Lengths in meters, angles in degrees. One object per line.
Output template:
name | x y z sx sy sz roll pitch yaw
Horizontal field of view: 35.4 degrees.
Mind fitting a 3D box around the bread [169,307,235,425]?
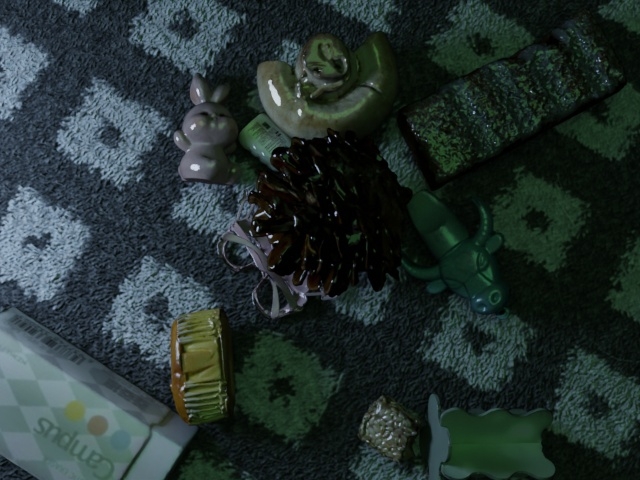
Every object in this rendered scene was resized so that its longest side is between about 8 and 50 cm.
bread | -0.203 0.215 1.700 0.114 0.132 0.190 -9 78 -3

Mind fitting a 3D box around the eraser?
eraser | -0.427 0.299 1.696 0.397 0.082 0.213 31 80 3

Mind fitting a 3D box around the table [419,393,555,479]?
table | 0.286 0.343 1.696 0.198 0.166 0.166 2 79 -11

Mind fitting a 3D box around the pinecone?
pinecone | 0.016 -0.038 1.664 0.296 0.242 0.298 1 58 -36

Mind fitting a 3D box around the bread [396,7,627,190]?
bread | 0.348 -0.254 1.827 0.417 0.113 0.165 -29 80 -7

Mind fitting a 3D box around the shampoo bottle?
shampoo bottle | -0.074 -0.158 1.820 0.152 0.045 0.077 43 78 7

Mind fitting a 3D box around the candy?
candy | 0.123 0.325 1.722 0.110 0.085 0.095 28 85 12

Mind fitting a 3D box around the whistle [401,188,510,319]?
whistle | 0.249 0.027 1.780 0.186 0.093 0.274 -39 80 18

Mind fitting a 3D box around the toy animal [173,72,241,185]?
toy animal | -0.200 -0.205 1.787 0.124 0.124 0.212 1 83 -3

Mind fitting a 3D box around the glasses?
glasses | -0.078 0.020 1.764 0.162 0.095 0.255 -34 86 -13

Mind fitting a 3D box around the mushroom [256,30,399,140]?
mushroom | 0.025 -0.262 1.771 0.254 0.195 0.188 -20 85 -3
